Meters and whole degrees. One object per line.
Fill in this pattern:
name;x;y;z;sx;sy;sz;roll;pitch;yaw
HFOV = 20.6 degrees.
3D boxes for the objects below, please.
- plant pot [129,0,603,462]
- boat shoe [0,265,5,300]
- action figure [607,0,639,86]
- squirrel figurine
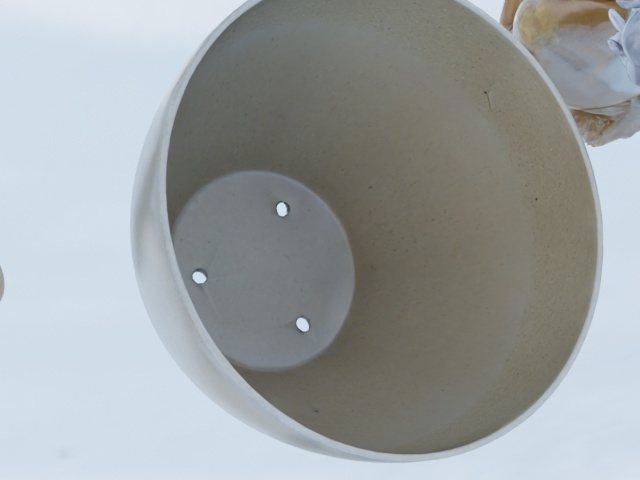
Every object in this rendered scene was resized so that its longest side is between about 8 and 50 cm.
plant pot;0.000;0.000;1.067;0.284;0.284;0.191;-3;170;-28
boat shoe;-0.356;-0.068;1.301;0.110;0.121;0.341;11;150;47
action figure;0.291;-0.085;1.101;0.285;0.185;0.099;26;120;-28
squirrel figurine;0.255;-0.307;1.687;0.281;0.370;0.397;-21;159;-1
